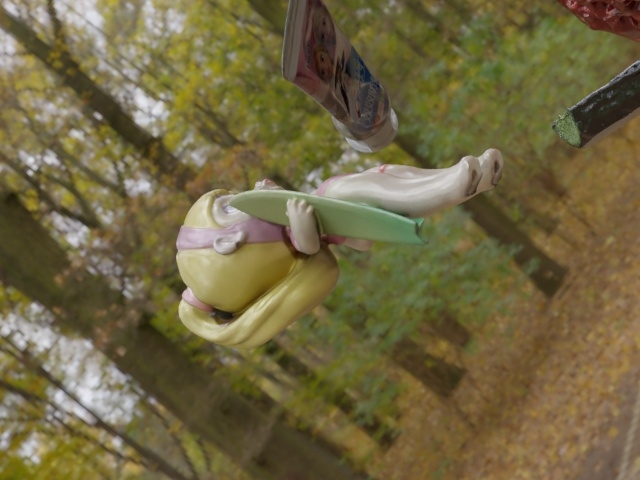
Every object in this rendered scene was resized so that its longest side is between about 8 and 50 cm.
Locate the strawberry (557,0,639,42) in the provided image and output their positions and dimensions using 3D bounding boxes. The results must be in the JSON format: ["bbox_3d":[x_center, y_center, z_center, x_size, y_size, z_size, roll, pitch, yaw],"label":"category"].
[{"bbox_3d":[0.318,-0.358,1.233,0.345,0.317,0.295,-13,-2,-43],"label":"strawberry"}]

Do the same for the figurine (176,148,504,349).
[{"bbox_3d":[0.000,0.000,0.548,0.187,0.083,0.083,-17,15,31],"label":"figurine"}]

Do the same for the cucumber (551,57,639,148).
[{"bbox_3d":[0.291,-0.145,0.995,0.220,0.046,0.070,-36,-12,26],"label":"cucumber"}]

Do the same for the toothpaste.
[{"bbox_3d":[0.015,-0.147,1.047,0.266,0.061,0.096,40,-126,-68],"label":"toothpaste"}]
